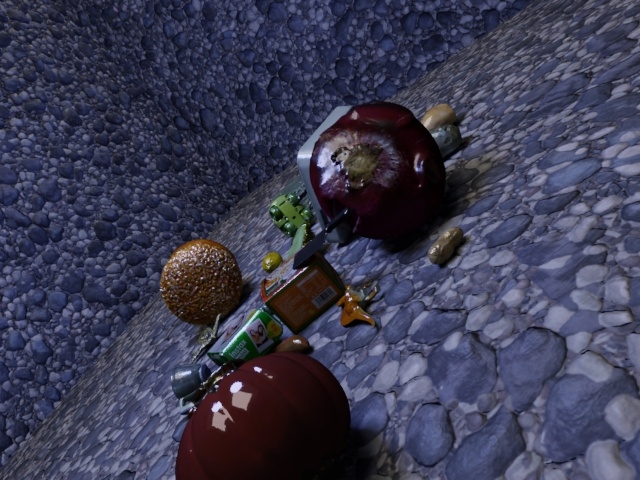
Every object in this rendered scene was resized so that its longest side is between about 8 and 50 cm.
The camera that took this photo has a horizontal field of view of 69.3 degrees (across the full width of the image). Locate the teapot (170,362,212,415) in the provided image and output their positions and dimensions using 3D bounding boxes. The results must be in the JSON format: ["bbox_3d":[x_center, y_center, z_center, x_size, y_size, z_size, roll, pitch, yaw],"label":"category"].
[{"bbox_3d":[-0.384,0.428,1.390,0.108,0.111,0.149,-24,15,8],"label":"teapot"}]

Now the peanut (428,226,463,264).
[{"bbox_3d":[0.291,0.010,1.071,0.113,0.054,0.054,-47,18,-20],"label":"peanut"}]

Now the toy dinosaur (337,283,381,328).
[{"bbox_3d":[0.078,0.165,1.137,0.142,0.057,0.212,-45,12,30],"label":"toy dinosaur"}]

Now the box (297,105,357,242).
[{"bbox_3d":[0.071,-0.229,1.597,0.090,0.367,0.373,3,41,30],"label":"box"}]

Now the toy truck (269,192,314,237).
[{"bbox_3d":[-0.147,-0.106,2.040,0.148,0.187,0.210,-41,16,-19],"label":"toy truck"}]

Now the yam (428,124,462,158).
[{"bbox_3d":[0.332,-0.291,1.604,0.330,0.133,0.133,-28,21,24],"label":"yam"}]

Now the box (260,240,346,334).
[{"bbox_3d":[-0.054,0.130,1.342,0.195,0.148,0.177,-40,19,5],"label":"box"}]

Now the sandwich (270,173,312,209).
[{"bbox_3d":[-0.119,-0.225,2.366,0.262,0.131,0.325,-40,18,-2],"label":"sandwich"}]

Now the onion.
[{"bbox_3d":[0.174,-0.162,1.371,0.398,0.398,0.420,-45,-27,-11],"label":"onion"}]

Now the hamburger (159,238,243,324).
[{"bbox_3d":[-0.476,0.164,1.865,0.330,0.330,0.250,-41,20,0],"label":"hamburger"}]

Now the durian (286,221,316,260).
[{"bbox_3d":[-0.065,0.046,1.658,0.220,0.095,0.137,-62,-7,9],"label":"durian"}]

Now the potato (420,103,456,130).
[{"bbox_3d":[0.436,-0.444,1.765,0.178,0.109,0.118,-47,39,-1],"label":"potato"}]

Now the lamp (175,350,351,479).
[{"bbox_3d":[-0.090,0.322,0.755,0.303,0.257,0.303,-40,-23,-21],"label":"lamp"}]

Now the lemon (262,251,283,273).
[{"bbox_3d":[-0.189,0.092,1.833,0.082,0.082,0.110,-33,19,24],"label":"lemon"}]

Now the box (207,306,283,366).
[{"bbox_3d":[-0.216,0.288,1.311,0.180,0.103,0.250,-50,7,-25],"label":"box"}]

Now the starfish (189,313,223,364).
[{"bbox_3d":[-0.417,0.367,1.699,0.217,0.050,0.223,-54,9,-19],"label":"starfish"}]

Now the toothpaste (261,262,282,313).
[{"bbox_3d":[-0.162,0.181,1.597,0.037,0.067,0.255,4,41,12],"label":"toothpaste"}]

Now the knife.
[{"bbox_3d":[0.000,0.000,1.216,0.245,0.019,0.072,-42,26,36],"label":"knife"}]

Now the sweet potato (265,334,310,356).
[{"bbox_3d":[-0.103,0.294,1.224,0.214,0.050,0.050,-32,19,39],"label":"sweet potato"}]
